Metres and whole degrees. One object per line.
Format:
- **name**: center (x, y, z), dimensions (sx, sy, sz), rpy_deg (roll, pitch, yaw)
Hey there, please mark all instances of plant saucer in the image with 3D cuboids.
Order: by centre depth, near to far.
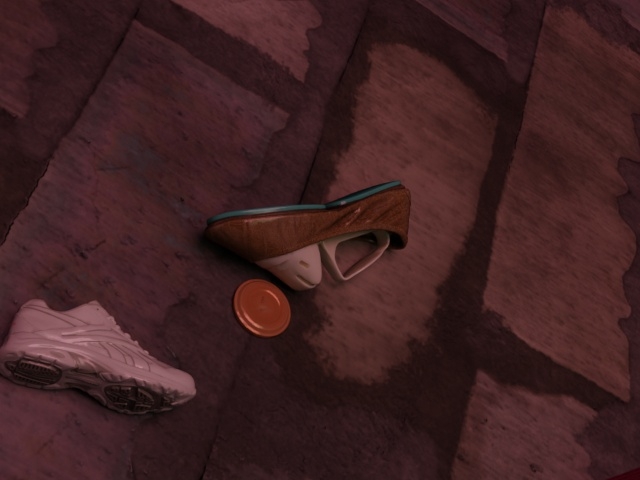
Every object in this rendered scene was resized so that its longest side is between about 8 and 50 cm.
- **plant saucer**: center (-0.076, 0.088, 1.416), dimensions (0.084, 0.013, 0.083), rpy_deg (17, 54, -25)

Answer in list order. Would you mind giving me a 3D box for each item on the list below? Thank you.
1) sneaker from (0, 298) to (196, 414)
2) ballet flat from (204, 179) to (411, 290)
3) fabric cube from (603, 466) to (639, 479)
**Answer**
- **sneaker**: center (-0.246, 0.123, 1.235), dimensions (0.232, 0.090, 0.115), rpy_deg (22, 49, -22)
- **ballet flat**: center (0.000, 0.000, 1.475), dimensions (0.342, 0.116, 0.124), rpy_deg (-12, 89, -42)
- **fabric cube**: center (0.468, 0.468, 1.382), dimensions (0.259, 0.254, 0.258), rpy_deg (31, 52, -15)
